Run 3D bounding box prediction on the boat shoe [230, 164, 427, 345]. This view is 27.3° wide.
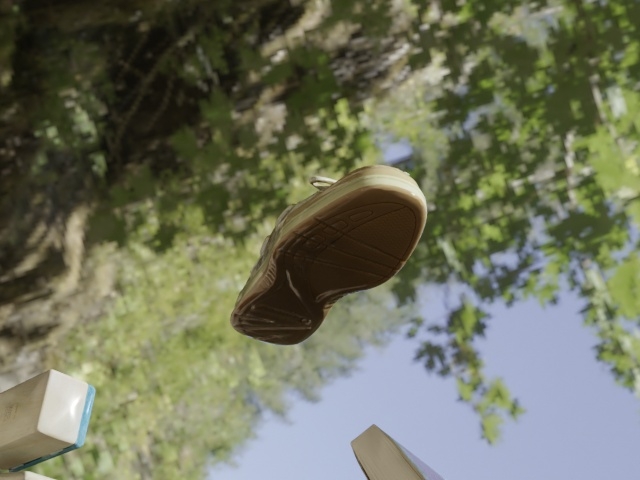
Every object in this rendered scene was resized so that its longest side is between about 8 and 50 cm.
[{"bbox_3d":[0.000,0.000,1.162,0.285,0.104,0.089,-41,-148,50],"label":"boat shoe"}]

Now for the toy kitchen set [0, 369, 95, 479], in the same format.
[{"bbox_3d":[-0.196,0.237,1.051,0.122,0.166,0.207,-24,-132,47],"label":"toy kitchen set"}]

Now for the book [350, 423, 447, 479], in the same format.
[{"bbox_3d":[0.075,0.165,0.761,0.096,0.035,0.144,54,5,35],"label":"book"}]
